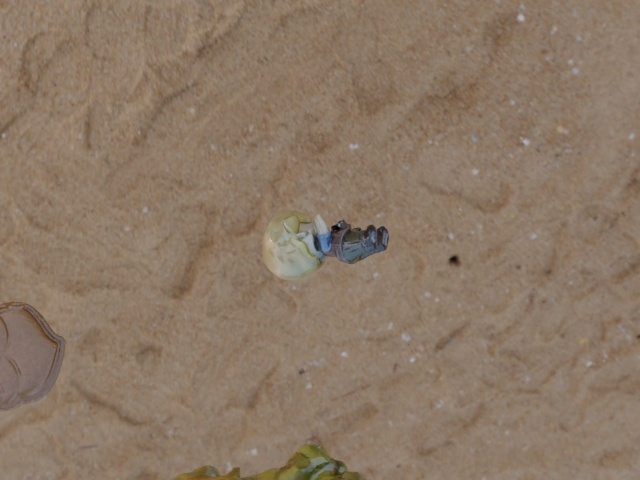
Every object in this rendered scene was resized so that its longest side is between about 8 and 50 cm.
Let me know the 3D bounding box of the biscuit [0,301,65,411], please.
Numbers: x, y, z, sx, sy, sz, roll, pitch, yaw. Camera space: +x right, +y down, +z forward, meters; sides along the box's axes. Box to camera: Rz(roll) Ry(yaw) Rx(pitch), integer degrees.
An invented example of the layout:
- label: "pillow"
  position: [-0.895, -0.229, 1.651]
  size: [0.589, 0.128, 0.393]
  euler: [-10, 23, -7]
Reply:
- label: "biscuit"
  position: [-0.302, 0.106, 0.758]
  size: [0.130, 0.102, 0.019]
  euler: [1, 164, -25]

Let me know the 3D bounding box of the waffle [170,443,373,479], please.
- label: "waffle"
  position: [-0.058, 0.199, 0.430]
  size: [0.253, 0.249, 0.056]
  euler: [-26, 110, -21]

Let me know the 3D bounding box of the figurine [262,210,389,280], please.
- label: "figurine"
  position: [0.000, 0.000, 1.237]
  size: [0.196, 0.108, 0.114]
  euler: [-11, 178, 33]
